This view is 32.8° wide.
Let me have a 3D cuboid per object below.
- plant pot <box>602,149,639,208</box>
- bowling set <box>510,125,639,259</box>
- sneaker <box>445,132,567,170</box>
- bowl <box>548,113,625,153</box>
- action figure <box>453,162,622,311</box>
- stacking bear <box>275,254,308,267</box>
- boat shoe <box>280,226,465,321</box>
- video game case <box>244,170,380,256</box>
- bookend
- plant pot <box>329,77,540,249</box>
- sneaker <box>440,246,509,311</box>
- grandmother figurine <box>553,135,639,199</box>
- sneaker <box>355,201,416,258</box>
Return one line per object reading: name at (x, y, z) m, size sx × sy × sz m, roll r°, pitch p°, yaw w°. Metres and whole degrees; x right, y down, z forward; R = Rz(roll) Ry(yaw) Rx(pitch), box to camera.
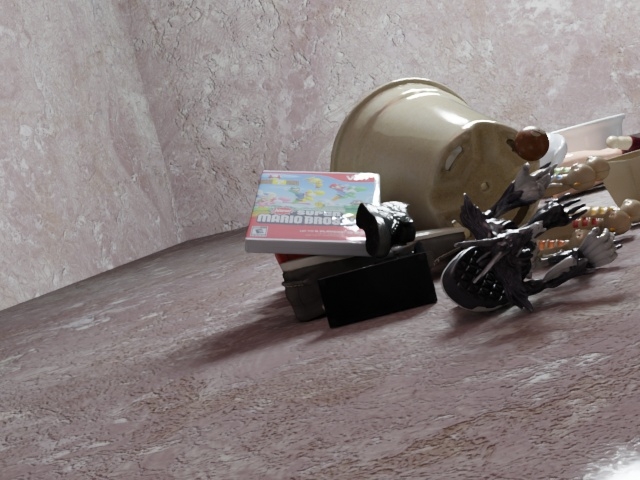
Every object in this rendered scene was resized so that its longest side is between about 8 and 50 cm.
plant pot at (0.552, -0.103, 1.858) m, size 0.109 × 0.096 × 0.109 m, roll -17°, pitch 6°, yaw -14°
bowling set at (0.376, -0.081, 1.632) m, size 0.154 × 0.200 × 0.287 m, roll -11°, pitch 10°, yaw 28°
sneaker at (0.322, -0.204, 2.212) m, size 0.365 × 0.210 × 0.137 m, roll -16°, pitch 28°, yaw -3°
bowl at (0.575, -0.193, 2.527) m, size 0.297 × 0.134 × 0.298 m, roll -15°, pitch 2°, yaw 1°
action figure at (0.271, -0.011, 1.328) m, size 0.141 × 0.164 × 0.275 m, roll -42°, pitch -18°, yaw 29°
stacking bear at (0.000, 0.000, 1.960) m, size 0.175 × 0.164 × 0.289 m, roll 0°, pitch 5°, yaw -1°
boat shoe at (0.089, 0.049, 1.712) m, size 0.335 × 0.096 × 0.112 m, roll -12°, pitch 2°, yaw -29°
video game case at (-0.006, -0.048, 1.735) m, size 0.204 × 0.025 × 0.285 m, roll 2°, pitch 25°, yaw 2°
bookend at (0.084, 0.061, 1.577) m, size 0.156 × 0.072 × 0.157 m, roll -15°, pitch 5°, yaw 5°
plant pot at (0.229, -0.118, 1.960) m, size 0.333 × 0.334 × 0.305 m, roll -17°, pitch 17°, yaw -19°
sneaker at (0.206, 0.056, 1.403) m, size 0.097 × 0.084 × 0.234 m, roll -40°, pitch -11°, yaw 32°
grandmother figurine at (0.642, -0.169, 2.345) m, size 0.342 × 0.104 × 0.208 m, roll -13°, pitch -9°, yaw 3°
sneaker at (0.105, -0.017, 1.592) m, size 0.089 × 0.051 × 0.170 m, roll 12°, pitch 22°, yaw -16°
